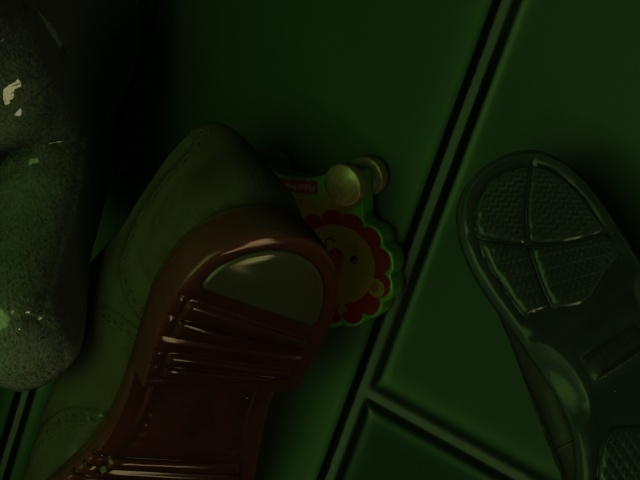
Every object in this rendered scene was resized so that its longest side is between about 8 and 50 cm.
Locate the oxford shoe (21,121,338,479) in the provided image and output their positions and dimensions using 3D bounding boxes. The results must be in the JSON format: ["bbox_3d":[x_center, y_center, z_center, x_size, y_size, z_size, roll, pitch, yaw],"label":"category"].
[{"bbox_3d":[-0.099,0.088,0.910,0.348,0.123,0.130,-56,38,30],"label":"oxford shoe"}]

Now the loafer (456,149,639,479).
[{"bbox_3d":[0.150,0.080,0.782,0.096,0.084,0.267,-25,84,-2],"label":"loafer"}]

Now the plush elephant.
[{"bbox_3d":[-0.248,-0.122,0.873,0.255,0.272,0.330,2,55,23],"label":"plush elephant"}]

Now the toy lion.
[{"bbox_3d":[0.000,0.000,0.880,0.100,0.034,0.096,6,105,30],"label":"toy lion"}]
